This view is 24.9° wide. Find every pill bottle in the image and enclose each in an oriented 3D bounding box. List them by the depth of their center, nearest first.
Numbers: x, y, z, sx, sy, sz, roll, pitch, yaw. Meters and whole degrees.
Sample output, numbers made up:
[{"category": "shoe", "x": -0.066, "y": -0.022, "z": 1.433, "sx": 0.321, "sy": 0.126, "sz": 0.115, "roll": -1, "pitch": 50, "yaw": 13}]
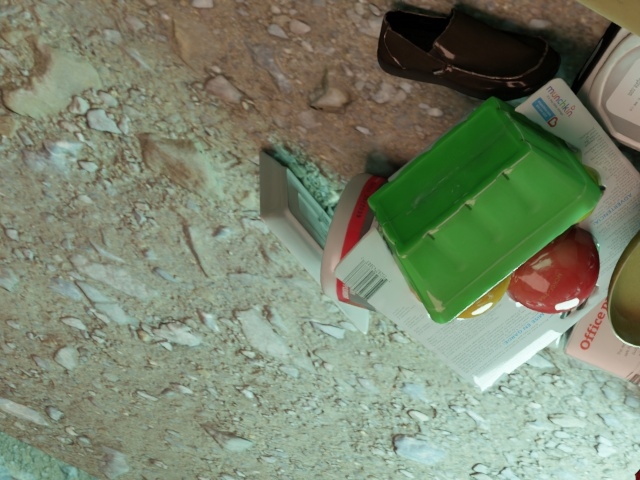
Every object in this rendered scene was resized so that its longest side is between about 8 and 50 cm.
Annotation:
[{"category": "pill bottle", "x": 0.174, "y": 0.033, "z": 1.889, "sx": 0.318, "sy": 0.176, "sz": 0.176, "roll": 16, "pitch": 148, "yaw": 13}]

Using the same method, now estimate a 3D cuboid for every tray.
[{"category": "tray", "x": 0.000, "y": 0.000, "z": 2.015, "sx": 0.030, "sy": 0.145, "sz": 0.270, "roll": -27, "pitch": 128, "yaw": 18}]

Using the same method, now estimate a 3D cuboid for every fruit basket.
[{"category": "fruit basket", "x": 0.224, "y": 0.002, "z": 1.679, "sx": 0.327, "sy": 0.165, "sz": 0.353, "roll": -40, "pitch": 140, "yaw": 12}]

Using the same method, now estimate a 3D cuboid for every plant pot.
[{"category": "plant pot", "x": 0.431, "y": 0.027, "z": 1.709, "sx": 0.032, "sy": 0.236, "sz": 0.236, "roll": 53, "pitch": 174, "yaw": 44}]

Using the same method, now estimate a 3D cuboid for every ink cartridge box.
[{"category": "ink cartridge box", "x": 0.431, "y": 0.109, "z": 1.852, "sx": 0.203, "sy": 0.086, "sz": 0.148, "roll": 24, "pitch": 109, "yaw": 3}]

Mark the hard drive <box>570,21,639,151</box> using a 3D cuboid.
[{"category": "hard drive", "x": 0.454, "y": -0.143, "z": 1.537, "sx": 0.338, "sy": 0.064, "sz": 0.237, "roll": 24, "pitch": 150, "yaw": -1}]

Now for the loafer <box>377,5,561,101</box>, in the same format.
[{"category": "loafer", "x": 0.157, "y": -0.213, "z": 1.616, "sx": 0.220, "sy": 0.080, "sz": 0.078, "roll": 9, "pitch": 147, "yaw": 24}]

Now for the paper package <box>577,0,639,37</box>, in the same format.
[{"category": "paper package", "x": 0.293, "y": -0.342, "z": 1.242, "sx": 0.324, "sy": 0.168, "sz": 0.309, "roll": 27, "pitch": 151, "yaw": -6}]

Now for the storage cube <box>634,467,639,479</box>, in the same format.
[{"category": "storage cube", "x": 0.579, "y": 0.359, "z": 2.100, "sx": 0.215, "sy": 0.184, "sz": 0.193, "roll": 25, "pitch": 149, "yaw": 0}]
